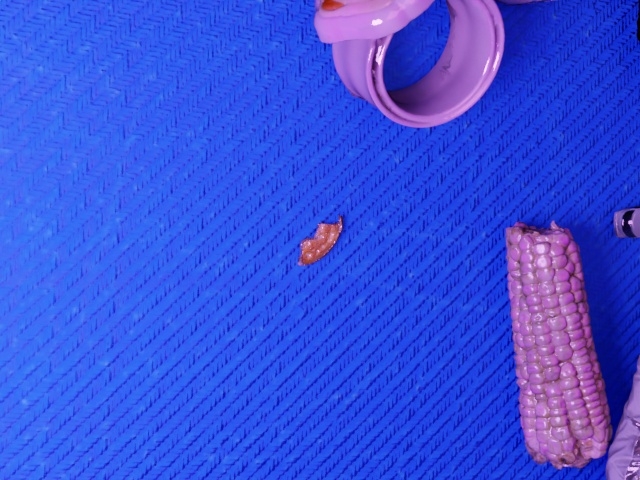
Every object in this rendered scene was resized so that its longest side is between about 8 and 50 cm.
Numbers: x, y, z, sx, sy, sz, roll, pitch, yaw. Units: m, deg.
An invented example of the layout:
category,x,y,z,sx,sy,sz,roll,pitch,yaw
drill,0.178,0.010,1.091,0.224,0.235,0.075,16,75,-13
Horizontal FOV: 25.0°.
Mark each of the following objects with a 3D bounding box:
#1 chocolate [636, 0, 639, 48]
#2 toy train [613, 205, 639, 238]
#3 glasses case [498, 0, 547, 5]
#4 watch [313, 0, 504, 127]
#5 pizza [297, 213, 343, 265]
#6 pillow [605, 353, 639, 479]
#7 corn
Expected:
category,x,y,z,sx,sy,sz,roll,pitch,yaw
chocolate,0.574,-0.305,1.899,0.284,0.186,0.283,-16,117,-33
toy train,0.499,-0.036,2.010,0.208,0.047,0.043,-10,98,-23
glasses case,0.352,-0.384,1.893,0.328,0.076,0.125,-11,103,-22
watch,0.124,-0.273,1.769,0.248,0.211,0.217,-40,127,-6
pizza,0.000,0.000,1.819,0.083,0.016,0.037,-48,112,-8
pillow,0.481,0.230,1.940,0.283,0.138,0.309,9,95,-58
corn,0.309,0.137,1.914,0.127,0.127,0.335,-12,96,-21
